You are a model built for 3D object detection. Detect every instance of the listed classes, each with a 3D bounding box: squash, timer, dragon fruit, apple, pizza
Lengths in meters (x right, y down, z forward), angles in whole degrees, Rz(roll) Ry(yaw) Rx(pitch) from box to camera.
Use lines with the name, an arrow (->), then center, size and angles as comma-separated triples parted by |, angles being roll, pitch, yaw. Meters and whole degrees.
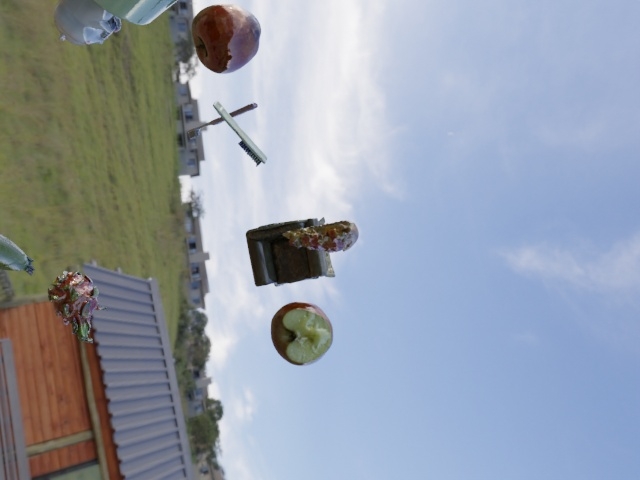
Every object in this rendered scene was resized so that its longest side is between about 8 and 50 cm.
squash -> -0.842, 0.012, 1.338 | 0.331, 0.087, 0.087 | 64, 3, -64
timer -> -0.561, -0.628, 1.356 | 0.315, 0.291, 0.290 | -38, -121, 25
dragon fruit -> -0.740, 0.202, 1.627 | 0.235, 0.137, 0.135 | 54, -25, 8
apple -> -0.301, -0.663, 1.734 | 0.230, 0.230, 0.229 | 32, -54, 58
pizza -> 0.000, 0.000, 1.378 | 0.188, 0.199, 0.062 | 89, 0, -71
apple -> -0.060, 0.278, 1.591 | 0.160, 0.173, 0.195 | -11, -91, 65

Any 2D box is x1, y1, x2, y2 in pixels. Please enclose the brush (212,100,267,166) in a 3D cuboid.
brush -> -0.191, -0.247, 1.239 | 0.030, 0.033, 0.178 | -29, -68, 35

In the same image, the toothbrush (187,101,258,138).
toothbrush -> -0.308, -0.363, 1.624 | 0.354, 0.024, 0.029 | -7, -88, 45

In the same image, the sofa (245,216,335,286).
sofa -> -0.101, 0.044, 1.631 | 0.259, 0.182, 0.199 | -10, -90, 28
